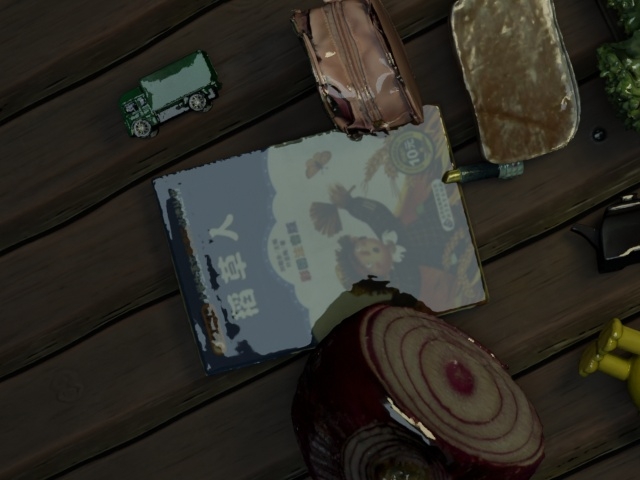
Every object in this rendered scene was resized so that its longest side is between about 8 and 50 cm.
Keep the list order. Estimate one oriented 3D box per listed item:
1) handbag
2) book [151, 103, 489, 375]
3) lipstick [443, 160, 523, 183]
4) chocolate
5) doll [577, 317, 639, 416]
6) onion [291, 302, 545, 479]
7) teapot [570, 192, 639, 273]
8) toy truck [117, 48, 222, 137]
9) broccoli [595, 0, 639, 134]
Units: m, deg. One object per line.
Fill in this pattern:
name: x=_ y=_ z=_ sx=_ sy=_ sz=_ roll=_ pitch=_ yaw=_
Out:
handbag: x=0.053 y=-0.234 z=1.570 sx=0.116 sy=0.179 sz=0.205 roll=-22 pitch=79 yaw=12
book: x=0.000 y=0.000 z=1.668 sx=0.428 sy=0.039 sz=0.300 roll=-15 pitch=96 yaw=4
lipstick: x=0.224 y=-0.098 z=1.627 sx=0.116 sy=0.037 sz=0.037 roll=-10 pitch=97 yaw=-14
chocolate: x=0.257 y=-0.238 z=1.604 sx=0.157 sy=0.080 sz=0.254 roll=-16 pitch=98 yaw=-9
doll: x=0.540 y=0.206 z=1.627 sx=0.363 sy=0.145 sz=0.199 roll=21 pitch=138 yaw=-8
onion: x=0.112 y=0.268 z=1.584 sx=0.336 sy=0.282 sz=0.260 roll=31 pitch=118 yaw=-10
teapot: x=0.439 y=-0.019 z=1.623 sx=0.177 sy=0.087 sz=0.096 roll=-12 pitch=74 yaw=5
toy truck: x=-0.213 y=-0.201 z=1.643 sx=0.147 sy=0.065 sz=0.079 roll=-27 pitch=93 yaw=6
broccoli: x=0.461 y=-0.319 z=1.492 sx=0.249 sy=0.302 sz=0.375 roll=37 pitch=106 yaw=37
